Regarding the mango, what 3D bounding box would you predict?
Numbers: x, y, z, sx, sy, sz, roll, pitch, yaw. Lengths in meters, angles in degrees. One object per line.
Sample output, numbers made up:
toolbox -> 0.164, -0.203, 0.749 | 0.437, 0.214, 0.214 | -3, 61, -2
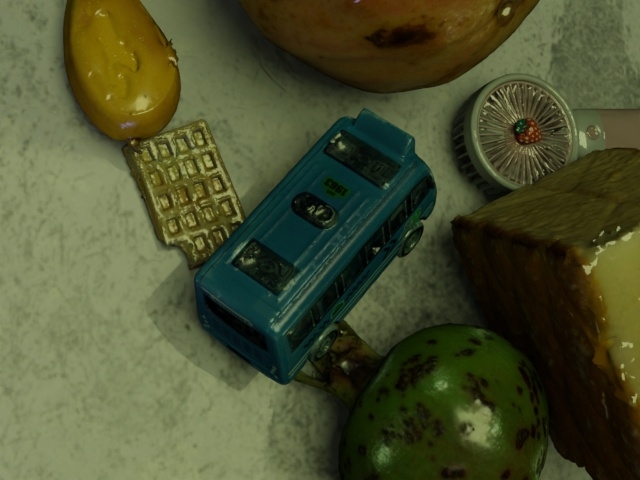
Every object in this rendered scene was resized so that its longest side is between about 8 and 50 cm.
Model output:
mango -> -0.188, -0.170, 1.047 | 0.101, 0.066, 0.187 | -18, 82, -15

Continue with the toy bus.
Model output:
toy bus -> 0.000, 0.000, 1.032 | 0.113, 0.134, 0.246 | 34, 68, 20

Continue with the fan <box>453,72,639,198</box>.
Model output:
fan -> 0.257, -0.111, 1.201 | 0.244, 0.074, 0.130 | -4, 82, -22

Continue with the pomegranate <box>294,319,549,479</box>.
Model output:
pomegranate -> 0.091, 0.165, 1.032 | 0.263, 0.211, 0.211 | 32, 69, 13

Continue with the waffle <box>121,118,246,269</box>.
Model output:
waffle -> -0.124, -0.042, 1.072 | 0.092, 0.021, 0.135 | -20, 87, -24

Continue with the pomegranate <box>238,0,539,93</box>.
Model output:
pomegranate -> 0.048, -0.301, 1.043 | 0.343, 0.342, 0.342 | 4, 80, -20

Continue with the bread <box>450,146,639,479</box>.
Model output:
bread -> 0.293, 0.071, 1.041 | 0.207, 0.279, 0.279 | -28, 100, -11
